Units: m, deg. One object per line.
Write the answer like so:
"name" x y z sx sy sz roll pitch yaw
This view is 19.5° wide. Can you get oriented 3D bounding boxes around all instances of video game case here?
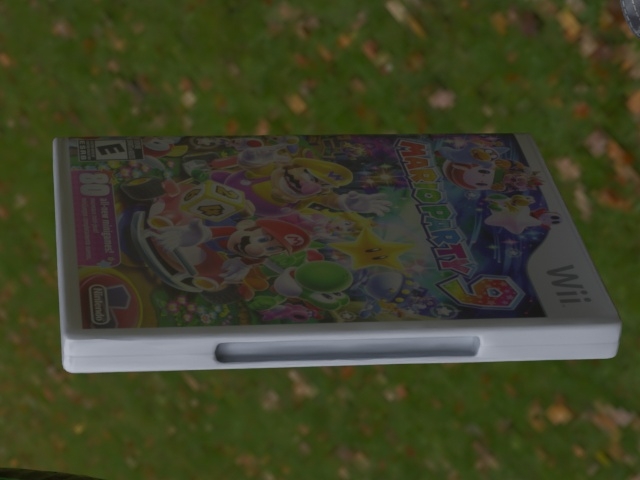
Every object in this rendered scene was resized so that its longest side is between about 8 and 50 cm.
"video game case" 0.000 0.000 0.433 0.087 0.122 0.011 -105 17 -57

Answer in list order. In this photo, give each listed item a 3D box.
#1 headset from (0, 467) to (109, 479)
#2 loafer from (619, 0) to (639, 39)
"headset" -0.245 0.096 0.629 0.243 0.394 0.185 -107 14 -86
"loafer" 0.095 -0.065 0.421 0.062 0.061 0.170 51 175 -33
